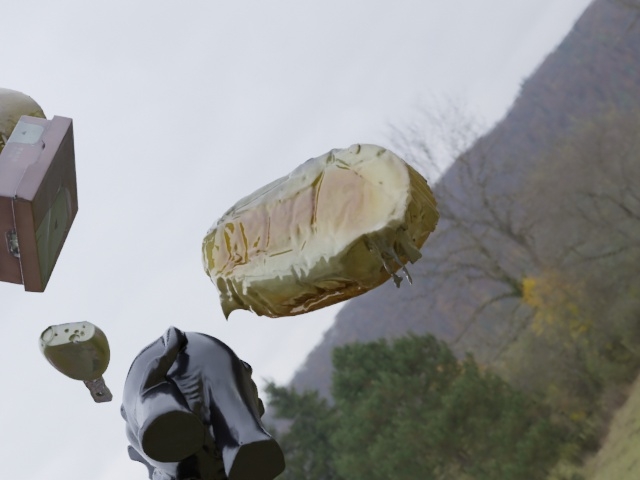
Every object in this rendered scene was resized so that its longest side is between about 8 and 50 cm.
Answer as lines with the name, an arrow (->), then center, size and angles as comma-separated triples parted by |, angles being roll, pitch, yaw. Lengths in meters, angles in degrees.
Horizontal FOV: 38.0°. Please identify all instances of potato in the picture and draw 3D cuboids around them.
potato -> -0.715, -0.213, 1.923 | 0.116, 0.299, 0.239 | 30, -125, -73

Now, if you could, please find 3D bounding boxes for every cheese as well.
cheese -> -0.345, 0.188, 1.373 | 0.192, 0.097, 0.037 | 80, -177, -50

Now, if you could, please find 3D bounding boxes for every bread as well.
bread -> 0.001, -0.012, 1.463 | 0.388, 0.236, 0.183 | -15, -32, 27

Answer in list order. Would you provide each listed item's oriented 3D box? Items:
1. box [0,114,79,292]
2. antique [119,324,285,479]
box -> -0.469, -0.064, 1.516 | 0.215, 0.086, 0.215 | -83, 2, -45
antique -> -0.140, 0.254, 1.149 | 0.185, 0.255, 0.322 | -18, -63, -15
